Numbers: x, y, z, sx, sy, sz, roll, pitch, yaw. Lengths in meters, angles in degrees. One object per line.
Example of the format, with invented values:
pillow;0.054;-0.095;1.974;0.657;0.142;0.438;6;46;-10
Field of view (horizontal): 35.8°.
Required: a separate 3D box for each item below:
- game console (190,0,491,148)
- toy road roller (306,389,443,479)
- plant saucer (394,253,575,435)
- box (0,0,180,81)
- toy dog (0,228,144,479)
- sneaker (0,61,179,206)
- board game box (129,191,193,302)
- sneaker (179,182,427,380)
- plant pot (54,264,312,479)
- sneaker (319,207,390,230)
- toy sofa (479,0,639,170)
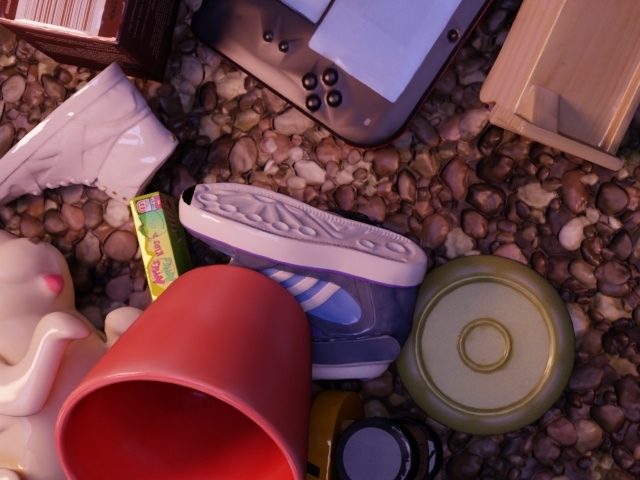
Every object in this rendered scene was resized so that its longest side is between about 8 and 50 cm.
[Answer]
game console;0.051;-0.352;1.313;0.342;0.060;0.387;35;100;7
toy road roller;0.012;0.353;1.234;0.240;0.202;0.330;2;81;19
plant saucer;0.215;0.137;1.302;0.240;0.037;0.241;-1;85;6
box;-0.295;-0.325;1.308;0.168;0.203;0.167;11;87;7
toy dog;-0.383;0.181;1.276;0.395;0.284;0.408;-20;84;38
sneaker;-0.327;-0.090;1.341;0.292;0.108;0.169;-33;108;24
board game box;-0.203;0.032;1.328;0.043;0.092;0.181;-15;84;6
sneaker;-0.042;0.078;1.249;0.322;0.130;0.236;15;117;-6
plant pot;-0.127;0.174;1.119;0.274;0.243;0.275;6;125;8
sneaker;0.000;0.000;1.321;0.237;0.085;0.086;16;114;4
toy sofa;0.352;-0.286;1.235;0.150;0.177;0.363;18;105;-15
